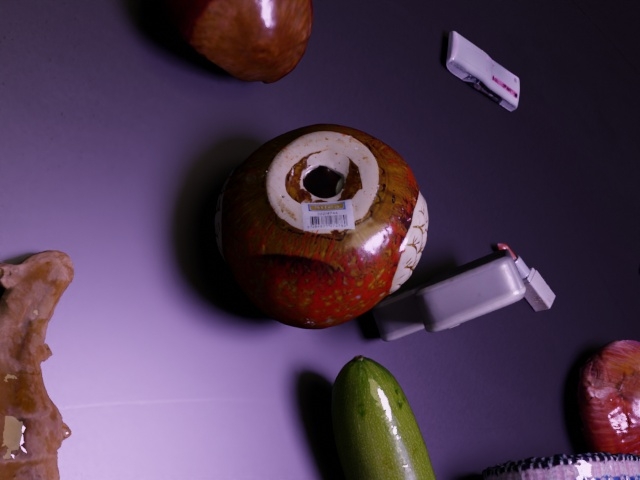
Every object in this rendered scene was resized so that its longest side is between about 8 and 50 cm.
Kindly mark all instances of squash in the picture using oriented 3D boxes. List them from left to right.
[{"bbox_3d":[0.097,0.322,1.171,0.107,0.107,0.395,-22,93,-43],"label":"squash"}]

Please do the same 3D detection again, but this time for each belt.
[{"bbox_3d":[0.342,0.372,1.310,0.295,0.206,0.161,21,59,-52],"label":"belt"}]

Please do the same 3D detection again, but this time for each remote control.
[{"bbox_3d":[0.257,-0.264,1.550,0.166,0.029,0.065,26,60,-33],"label":"remote control"}]

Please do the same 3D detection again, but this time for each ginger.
[{"bbox_3d":[-0.295,0.149,0.908,0.147,0.081,0.334,20,62,-18],"label":"ginger"}]

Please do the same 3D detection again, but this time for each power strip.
[{"bbox_3d":[0.162,0.073,1.257,0.265,0.193,0.059,-13,81,-79],"label":"power strip"}]

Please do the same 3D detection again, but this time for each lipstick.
[{"bbox_3d":[0.305,0.050,1.491,0.129,0.030,0.030,50,50,-18],"label":"lipstick"}]

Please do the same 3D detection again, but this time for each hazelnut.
[{"bbox_3d":[-0.093,-0.274,1.179,0.202,0.160,0.170,57,49,-65],"label":"hazelnut"}]

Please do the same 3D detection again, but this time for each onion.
[{"bbox_3d":[0.500,0.258,1.509,0.230,0.163,0.230,24,56,-41],"label":"onion"}]

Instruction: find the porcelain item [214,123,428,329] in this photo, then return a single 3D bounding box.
[{"bbox_3d":[0.000,0.000,1.150,0.253,0.253,0.253,14,68,-38],"label":"porcelain item"}]
